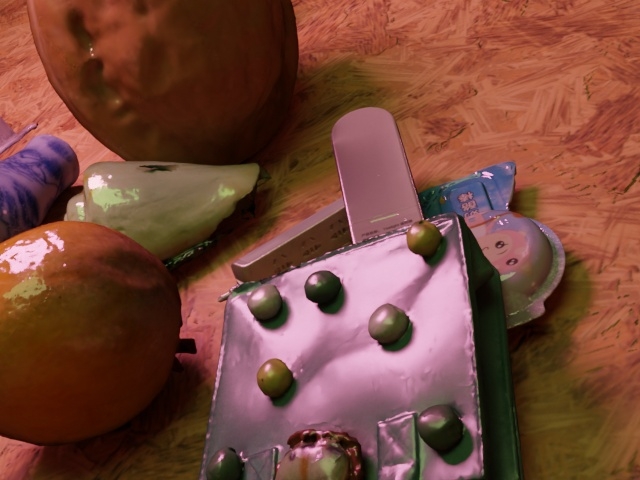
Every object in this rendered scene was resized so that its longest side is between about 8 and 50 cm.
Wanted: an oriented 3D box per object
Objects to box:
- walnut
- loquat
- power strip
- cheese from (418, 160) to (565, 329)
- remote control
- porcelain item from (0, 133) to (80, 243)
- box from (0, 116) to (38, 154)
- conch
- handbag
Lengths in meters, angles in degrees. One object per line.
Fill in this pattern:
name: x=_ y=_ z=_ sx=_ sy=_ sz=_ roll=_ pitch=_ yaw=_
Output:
walnut: x=-0.205 y=-0.286 z=1.239 sx=0.383 sy=0.384 sz=0.384 roll=-16 pitch=36 yaw=12
loquat: x=-0.245 y=0.086 z=0.898 sx=0.238 sy=0.238 sz=0.193 roll=-31 pitch=42 yaw=-9
power strip: x=0.000 y=0.000 z=1.005 sx=0.252 sy=0.060 sz=0.027 roll=-32 pitch=35 yaw=-10
cheese: x=0.159 y=0.004 z=0.911 sx=0.135 sy=0.052 sz=0.245 roll=-19 pitch=35 yaw=9
remote control: x=0.058 y=-0.058 z=0.977 sx=0.077 sy=0.022 sz=0.245 roll=-18 pitch=45 yaw=7
porcelain item: x=-0.431 y=-0.048 z=1.273 sx=0.141 sy=0.141 sz=0.259 roll=-6 pitch=31 yaw=25
box: x=-0.605 y=-0.156 z=1.392 sx=0.291 sy=0.206 sz=0.262 roll=-28 pitch=17 yaw=24
conch: x=-0.190 y=-0.024 z=1.125 sx=0.250 sy=0.137 sz=0.143 roll=2 pitch=12 yaw=5
handbag: x=0.022 y=0.111 z=0.772 sx=0.268 sy=0.100 sz=0.274 roll=-18 pitch=40 yaw=26
